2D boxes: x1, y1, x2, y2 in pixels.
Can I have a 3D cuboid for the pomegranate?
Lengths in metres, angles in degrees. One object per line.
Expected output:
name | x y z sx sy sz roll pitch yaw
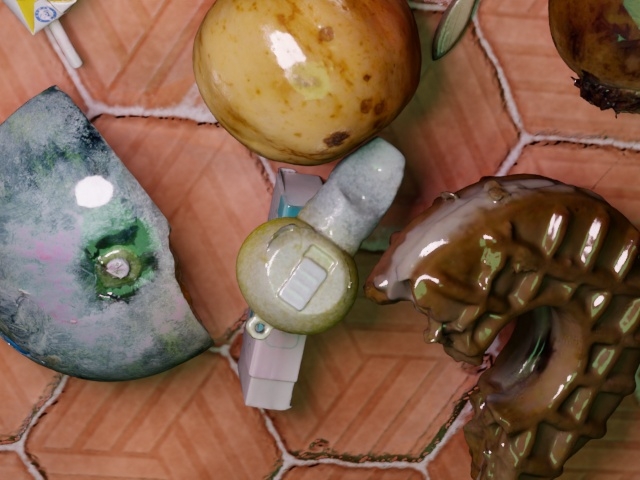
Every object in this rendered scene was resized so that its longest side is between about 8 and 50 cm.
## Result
pomegranate | -0.014 -0.177 1.635 0.215 0.215 0.215 -2 113 -4

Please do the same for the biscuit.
biscuit | 0.205 0.076 1.754 0.268 0.115 0.366 -37 133 -13

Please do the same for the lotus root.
lotus root | 0.301 -0.251 1.656 0.169 0.141 0.314 1 112 -9

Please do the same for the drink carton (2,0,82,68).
drink carton | -0.270 -0.249 1.646 0.074 0.084 0.200 -35 113 21

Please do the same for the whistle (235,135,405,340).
whistle | 0.000 0.000 1.672 0.123 0.123 0.223 38 83 -18

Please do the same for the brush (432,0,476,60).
brush | 0.154 -0.257 1.711 0.070 0.021 0.196 23 112 -14

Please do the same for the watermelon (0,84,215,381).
watermelon | -0.231 0.035 1.698 0.188 0.175 0.322 -37 112 -11

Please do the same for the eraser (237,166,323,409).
eraser | -0.037 0.049 1.784 0.052 0.095 0.225 8 112 -12
